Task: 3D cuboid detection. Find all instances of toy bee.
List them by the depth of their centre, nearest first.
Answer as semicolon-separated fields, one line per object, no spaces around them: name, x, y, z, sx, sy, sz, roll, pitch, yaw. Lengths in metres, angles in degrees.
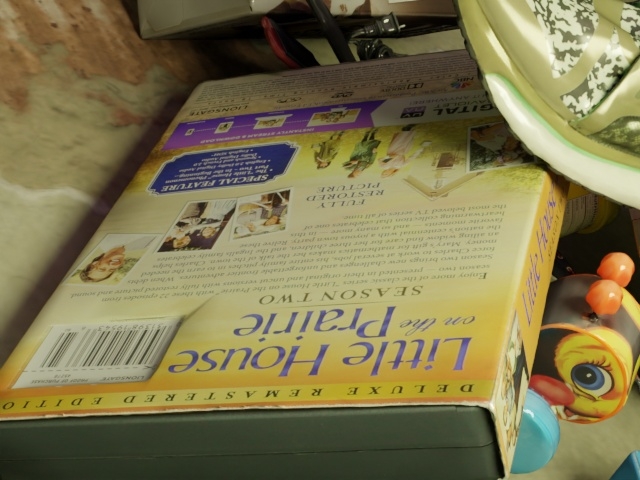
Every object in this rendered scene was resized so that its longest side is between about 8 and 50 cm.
toy bee;0.145;0.061;0.938;0.298;0.162;0.195;1;41;1

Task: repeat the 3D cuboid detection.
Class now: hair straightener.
hair straightener;0.037;-0.143;1.182;0.230;0.089;0.047;38;24;-59

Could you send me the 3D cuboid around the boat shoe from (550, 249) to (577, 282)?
boat shoe;0.199;0.050;1.155;0.042;0.049;0.133;-12;48;-32

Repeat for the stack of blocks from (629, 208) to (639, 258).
stack of blocks;0.308;-0.001;1.178;0.087;0.171;0.297;-15;36;15

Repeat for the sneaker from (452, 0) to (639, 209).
sneaker;0.259;-0.098;0.904;0.410;0.182;0.158;34;36;-18

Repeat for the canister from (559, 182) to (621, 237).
canister;0.143;-0.032;1.164;0.170;0.073;0.126;-17;21;-41

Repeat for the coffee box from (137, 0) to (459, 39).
coffee box;0.008;-0.239;1.248;0.297;0.168;0.119;-7;93;-38

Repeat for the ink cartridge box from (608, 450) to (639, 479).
ink cartridge box;0.269;0.242;0.947;0.140;0.082;0.190;13;40;-20

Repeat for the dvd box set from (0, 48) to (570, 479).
dvd box set;0.000;0.000;0.931;0.308;0.062;0.420;-5;31;19
